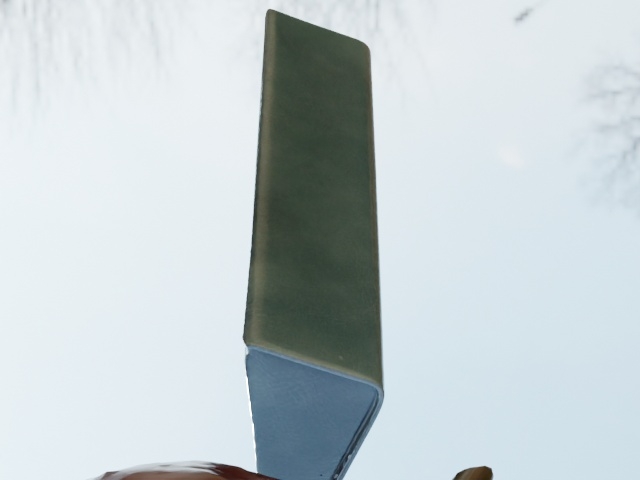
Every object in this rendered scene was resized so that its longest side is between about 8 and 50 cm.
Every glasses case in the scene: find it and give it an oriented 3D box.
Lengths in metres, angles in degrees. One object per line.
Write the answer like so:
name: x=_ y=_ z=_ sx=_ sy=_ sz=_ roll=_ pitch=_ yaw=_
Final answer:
glasses case: x=0.000 y=0.000 z=0.728 sx=0.056 sy=0.105 sz=0.266 roll=-3 pitch=-143 yaw=3

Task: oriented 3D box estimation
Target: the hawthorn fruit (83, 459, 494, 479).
hawthorn fruit: x=-0.032 y=0.146 z=0.373 sx=0.205 sy=0.205 sz=0.253 roll=14 pitch=-121 yaw=36
